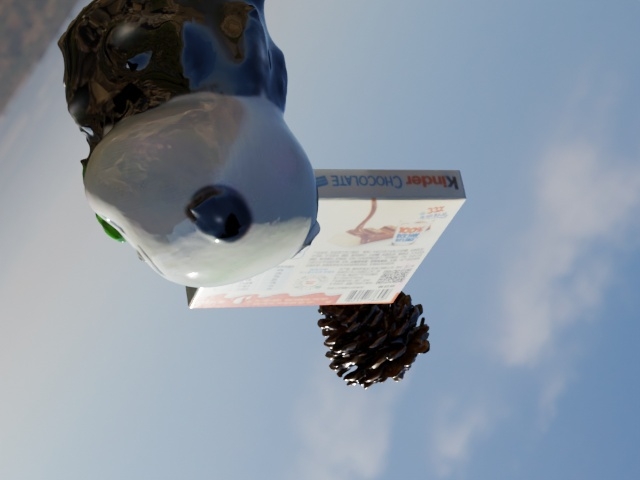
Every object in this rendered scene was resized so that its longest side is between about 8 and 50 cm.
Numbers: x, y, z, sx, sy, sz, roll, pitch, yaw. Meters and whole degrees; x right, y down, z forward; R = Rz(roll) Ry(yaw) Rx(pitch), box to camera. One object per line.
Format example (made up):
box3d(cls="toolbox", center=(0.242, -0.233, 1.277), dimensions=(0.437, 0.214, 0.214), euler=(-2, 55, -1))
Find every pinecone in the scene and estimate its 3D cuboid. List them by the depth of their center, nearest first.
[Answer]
box3d(cls="pinecone", center=(0.069, 0.127, 2.229), dimensions=(0.173, 0.173, 0.173), euler=(-56, -172, 12))

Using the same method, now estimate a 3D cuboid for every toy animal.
box3d(cls="toy animal", center=(-0.118, -0.084, 1.358), dimensions=(0.212, 0.212, 0.267), euler=(135, -51, -57))

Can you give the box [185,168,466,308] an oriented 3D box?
box3d(cls="box", center=(0.000, 0.000, 1.840), dimensions=(0.265, 0.273, 0.048), euler=(122, -37, -55))
